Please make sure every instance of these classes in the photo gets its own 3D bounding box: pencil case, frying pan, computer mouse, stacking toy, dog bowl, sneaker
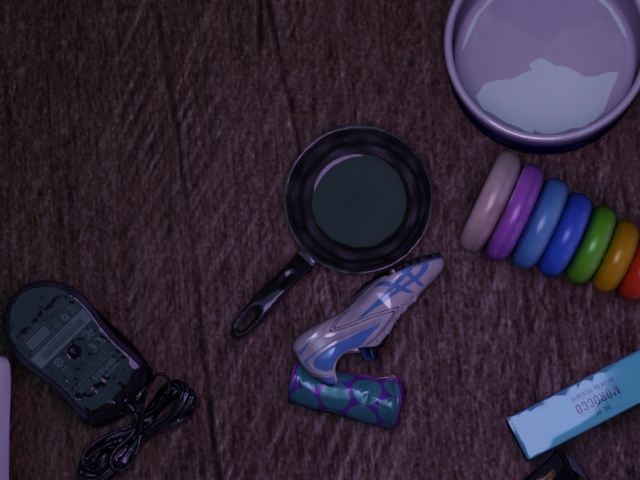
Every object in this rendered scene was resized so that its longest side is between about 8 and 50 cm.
[{"bbox_3d":[0.033,0.194,1.915,0.151,0.064,0.070,12,96,7],"label":"pencil case"},{"bbox_3d":[0.028,0.008,1.950,0.197,0.053,0.326,19,86,8],"label":"frying pan"},{"bbox_3d":[-0.311,0.170,1.958,0.188,0.072,0.272,-39,92,-3],"label":"computer mouse"},{"bbox_3d":[0.349,0.014,1.883,0.330,0.141,0.141,26,85,4],"label":"stacking toy"},{"bbox_3d":[0.295,-0.248,1.931,0.264,0.104,0.265,-1,82,6],"label":"dog bowl"},{"bbox_3d":[0.072,0.098,1.904,0.237,0.085,0.086,-37,92,-17],"label":"sneaker"}]

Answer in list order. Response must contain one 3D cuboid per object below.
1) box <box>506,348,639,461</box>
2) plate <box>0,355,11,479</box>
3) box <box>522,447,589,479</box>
[{"bbox_3d":[0.355,0.196,1.864,0.244,0.100,0.060,-28,79,1],"label":"box"},{"bbox_3d":[-0.543,0.289,1.920,0.277,0.045,0.278,-2,81,5],"label":"plate"},{"bbox_3d":[0.250,0.381,1.788,0.051,0.175,0.220,38,105,-22],"label":"box"}]
